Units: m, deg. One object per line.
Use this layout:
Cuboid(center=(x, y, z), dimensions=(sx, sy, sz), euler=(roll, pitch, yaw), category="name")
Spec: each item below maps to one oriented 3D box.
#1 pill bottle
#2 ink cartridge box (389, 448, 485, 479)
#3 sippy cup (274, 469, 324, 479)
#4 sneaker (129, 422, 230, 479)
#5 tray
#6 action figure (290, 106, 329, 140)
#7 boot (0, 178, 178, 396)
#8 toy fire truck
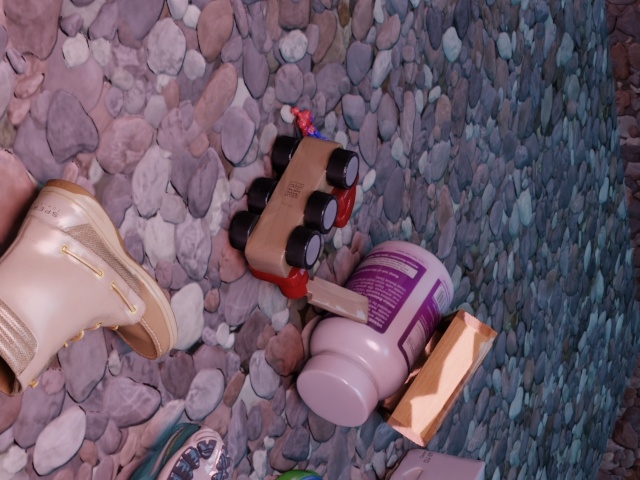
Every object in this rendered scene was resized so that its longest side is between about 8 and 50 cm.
Cuboid(center=(0.086, 0.151, 1.634), dimensions=(0.301, 0.169, 0.169), euler=(-52, 139, -39), category="pill bottle")
Cuboid(center=(0.210, 0.639, 1.940), dimensions=(0.279, 0.160, 0.384), euler=(-32, 124, -67), category="ink cartridge box")
Cuboid(center=(0.029, 0.499, 1.575), dimensions=(0.305, 0.224, 0.240), euler=(-53, 140, -40), category="sippy cup")
Cuboid(center=(-0.211, 0.349, 1.243), dimensions=(0.107, 0.110, 0.275), euler=(40, 79, -30), category="sneaker")
Cuboid(center=(0.185, 0.228, 1.680), dimensions=(0.202, 0.076, 0.411), euler=(-57, 174, -5), category="tray")
Cuboid(center=(-0.014, -0.161, 1.518), dimensions=(0.115, 0.030, 0.038), euler=(55, 46, -44), category="action figure")
Cuboid(center=(-0.270, 0.092, 1.082), dimensions=(0.203, 0.095, 0.262), euler=(-59, 142, -33), category="boot")
Cuboid(center=(0.000, 0.000, 1.486), dimensions=(0.246, 0.159, 0.217), euler=(73, 37, -55), category="toy fire truck")
